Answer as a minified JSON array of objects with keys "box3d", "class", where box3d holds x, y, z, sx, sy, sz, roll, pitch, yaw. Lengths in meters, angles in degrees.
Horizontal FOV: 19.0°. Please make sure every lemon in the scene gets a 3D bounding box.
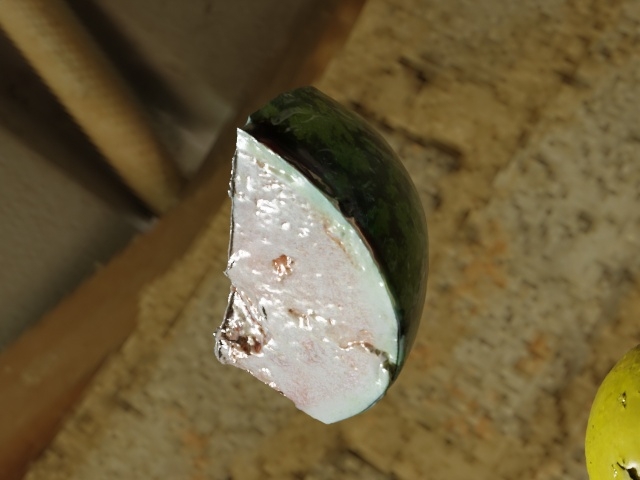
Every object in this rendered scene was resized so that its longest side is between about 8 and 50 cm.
[{"box3d":[0.267,0.137,1.299,0.173,0.173,0.206,-44,-18,-21],"class":"lemon"}]

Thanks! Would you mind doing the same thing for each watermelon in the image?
[{"box3d":[0.000,0.000,1.555,0.180,0.224,0.305,-11,-39,-13],"class":"watermelon"}]
